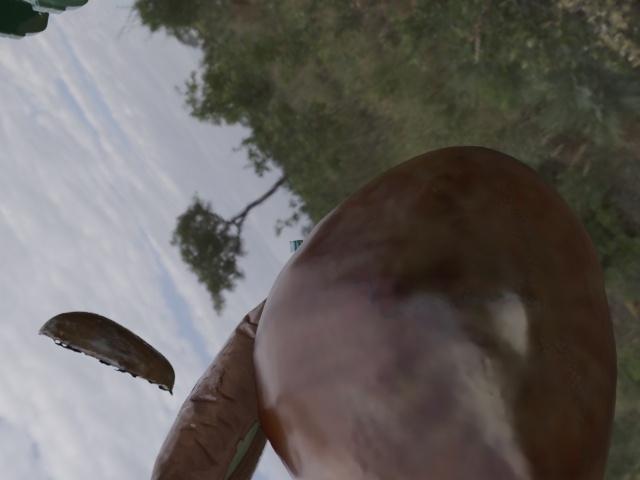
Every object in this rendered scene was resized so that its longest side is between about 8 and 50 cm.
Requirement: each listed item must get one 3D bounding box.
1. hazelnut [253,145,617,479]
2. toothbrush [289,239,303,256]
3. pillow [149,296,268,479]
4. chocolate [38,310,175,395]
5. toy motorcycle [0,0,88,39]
[{"bbox_3d":[0.105,0.103,0.747,0.366,0.365,0.366,55,-179,-2],"label":"hazelnut"},{"bbox_3d":[0.000,0.002,1.296,0.030,0.030,0.304,55,162,-6],"label":"toothbrush"},{"bbox_3d":[-0.100,0.204,0.875,0.084,0.236,0.223,17,146,11],"label":"pillow"},{"bbox_3d":[-0.385,0.196,1.583,0.261,0.083,0.161,22,167,13],"label":"chocolate"},{"bbox_3d":[-0.527,-0.396,1.264,0.326,0.191,0.200,-4,-94,-44],"label":"toy motorcycle"}]
